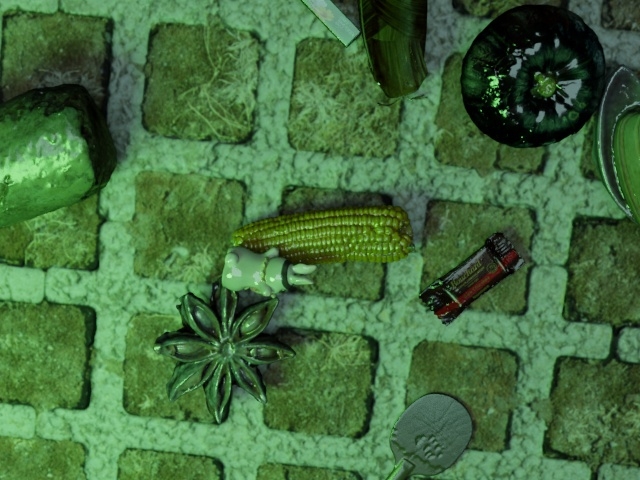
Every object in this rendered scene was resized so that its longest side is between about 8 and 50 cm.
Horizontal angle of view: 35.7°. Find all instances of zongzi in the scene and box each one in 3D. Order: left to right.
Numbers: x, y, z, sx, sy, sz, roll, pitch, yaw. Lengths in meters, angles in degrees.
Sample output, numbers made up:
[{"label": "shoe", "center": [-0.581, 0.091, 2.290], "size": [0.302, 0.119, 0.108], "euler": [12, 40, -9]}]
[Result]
[{"label": "zongzi", "center": [0.118, -0.333, 1.533], "size": [0.111, 0.241, 0.248], "euler": [-6, 98, 2]}]

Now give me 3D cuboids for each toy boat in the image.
[{"label": "toy boat", "center": [0.511, -0.121, 1.563], "size": [0.111, 0.293, 0.276], "euler": [-10, 114, 3]}]

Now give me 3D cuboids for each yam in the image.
[{"label": "yam", "center": [-0.483, -0.130, 1.603], "size": [0.300, 0.195, 0.195], "euler": [-21, 98, 5]}]

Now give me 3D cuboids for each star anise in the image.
[{"label": "star anise", "center": [-0.166, 0.175, 1.683], "size": [0.223, 0.109, 0.236], "euler": [30, 92, -17]}]

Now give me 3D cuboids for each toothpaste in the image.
[{"label": "toothpaste", "center": [-0.006, -0.391, 1.627], "size": [0.037, 0.043, 0.178], "euler": [-44, 95, 9]}]

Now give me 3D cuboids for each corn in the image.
[{"label": "corn", "center": [0.000, -0.005, 1.656], "size": [0.312, 0.102, 0.102], "euler": [-4, 98, 1]}]

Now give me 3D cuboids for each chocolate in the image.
[{"label": "chocolate", "center": [0.258, 0.064, 1.698], "size": [0.182, 0.028, 0.086], "euler": [-42, 103, 7]}]

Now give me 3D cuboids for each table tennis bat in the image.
[{"label": "table tennis bat", "center": [0.169, 0.372, 1.751], "size": [0.131, 0.022, 0.234], "euler": [38, 95, -5]}]

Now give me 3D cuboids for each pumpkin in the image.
[{"label": "pumpkin", "center": [0.336, -0.259, 1.579], "size": [0.233, 0.163, 0.233], "euler": [-2, 108, -5]}]

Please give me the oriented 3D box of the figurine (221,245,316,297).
[{"label": "figurine", "center": [-0.083, 0.051, 1.613], "size": [0.146, 0.098, 0.081], "euler": [9, 85, -3]}]
